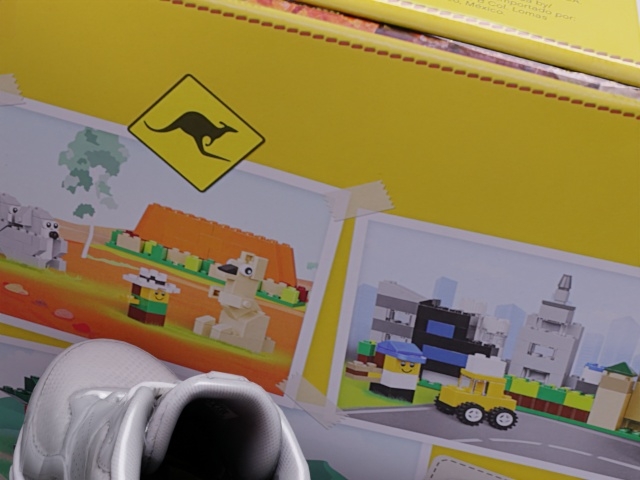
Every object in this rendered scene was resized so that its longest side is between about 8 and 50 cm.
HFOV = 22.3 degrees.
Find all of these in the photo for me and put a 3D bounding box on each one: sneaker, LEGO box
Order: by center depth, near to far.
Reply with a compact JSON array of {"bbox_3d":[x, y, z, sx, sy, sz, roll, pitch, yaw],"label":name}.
[{"bbox_3d":[-0.046,0.083,0.557,0.099,0.121,0.262,3,23,-20],"label":"sneaker"},{"bbox_3d":[0.000,0.000,0.745,0.500,0.372,0.193,15,40,3],"label":"LEGO box"}]
